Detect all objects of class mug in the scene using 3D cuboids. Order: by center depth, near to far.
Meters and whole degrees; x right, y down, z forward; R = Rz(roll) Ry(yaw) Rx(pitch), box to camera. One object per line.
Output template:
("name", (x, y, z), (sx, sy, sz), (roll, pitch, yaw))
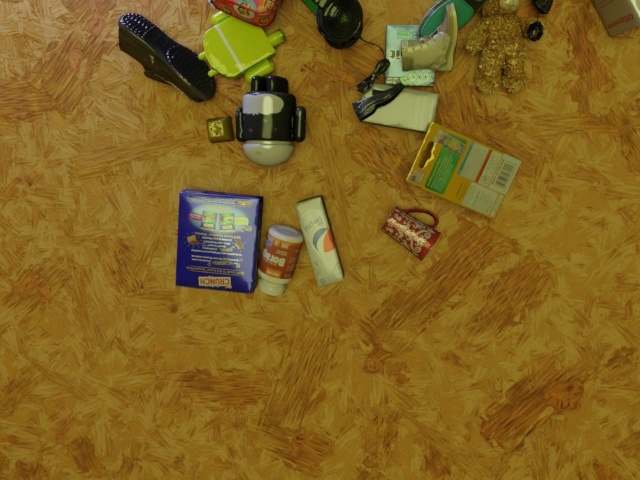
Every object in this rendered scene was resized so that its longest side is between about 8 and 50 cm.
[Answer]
("mug", (0.297, -0.037, 1.925), (0.169, 0.150, 0.113), (34, 136, 3))

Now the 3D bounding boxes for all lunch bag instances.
("lunch bag", (-0.220, -0.826, 1.793), (0.258, 0.120, 0.293), (22, 84, 0))

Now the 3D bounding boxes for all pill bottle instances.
("pill bottle", (-0.138, 0.067, 1.943), (0.121, 0.121, 0.216), (17, 108, 2))

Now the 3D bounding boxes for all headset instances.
("headset", (0.043, -0.633, 1.766), (0.394, 0.243, 0.185), (41, 99, -3))

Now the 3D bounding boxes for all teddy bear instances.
("teddy bear", (0.560, -0.616, 1.798), (0.244, 0.113, 0.338), (14, 100, 0))

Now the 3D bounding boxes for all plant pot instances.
("plant pot", (-0.332, -0.361, 1.917), (0.081, 0.083, 0.082), (-6, 99, 5))

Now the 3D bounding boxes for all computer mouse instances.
("computer mouse", (0.657, -0.683, 1.749), (0.071, 0.041, 0.242), (32, 61, -25))

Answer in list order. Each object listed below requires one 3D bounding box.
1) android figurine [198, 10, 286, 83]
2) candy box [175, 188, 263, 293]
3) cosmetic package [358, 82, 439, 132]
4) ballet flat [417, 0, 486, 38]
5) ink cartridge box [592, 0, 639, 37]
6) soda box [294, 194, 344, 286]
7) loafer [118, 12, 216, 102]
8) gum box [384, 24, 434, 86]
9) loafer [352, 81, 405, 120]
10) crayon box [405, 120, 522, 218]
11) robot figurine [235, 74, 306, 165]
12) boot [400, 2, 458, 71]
("android figurine", (-0.256, -0.622, 1.872), (0.272, 0.056, 0.248), (-32, 93, 0))
("candy box", (-0.334, 0.001, 1.955), (0.268, 0.122, 0.318), (6, 98, 2))
("cosmetic package", (0.243, -0.417, 1.858), (0.237, 0.107, 0.127), (12, 100, 5))
("ballet flat", (0.431, -0.729, 1.739), (0.348, 0.123, 0.123), (-37, 95, 36))
("ink cartridge box", (0.861, -0.767, 1.693), (0.131, 0.226, 0.306), (-31, 96, 10))
("soda box", (0.000, 0.000, 1.941), (0.091, 0.098, 0.287), (-15, 97, 6))
("loafer", (-0.495, -0.568, 1.894), (0.366, 0.134, 0.130), (42, 136, -4))
("gum box", (0.283, -0.581, 1.858), (0.156, 0.041, 0.185), (2, 100, 3))
("loafer", (0.174, -0.433, 1.781), (0.170, 0.062, 0.061), (-32, 88, 6))
("crayon box", (0.439, -0.222, 1.852), (0.322, 0.083, 0.203), (21, 100, -12))
("robot figurine", (-0.160, -0.375, 1.861), (0.173, 0.209, 0.279), (-3, 99, -25))
("boot", (0.321, -0.598, 1.754), (0.164, 0.077, 0.213), (1, 139, 5))
